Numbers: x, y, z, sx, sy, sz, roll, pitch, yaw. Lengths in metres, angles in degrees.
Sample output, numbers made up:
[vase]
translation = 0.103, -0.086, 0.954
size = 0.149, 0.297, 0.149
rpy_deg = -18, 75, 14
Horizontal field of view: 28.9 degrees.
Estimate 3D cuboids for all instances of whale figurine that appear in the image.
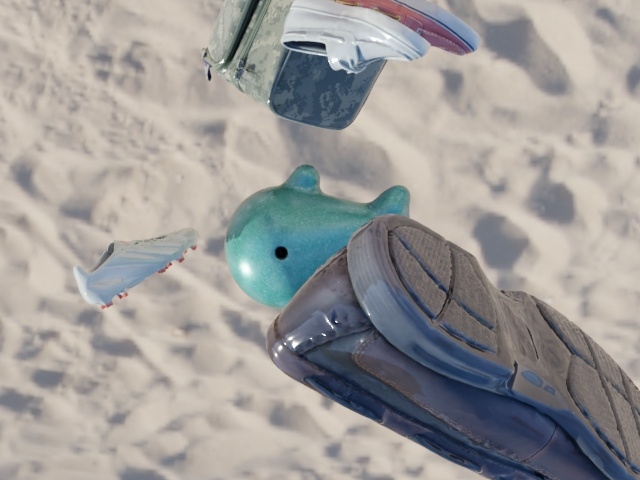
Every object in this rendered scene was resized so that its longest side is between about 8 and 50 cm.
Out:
[whale figurine]
translation = 0.000, 0.000, 1.731
size = 0.272, 0.216, 0.141
rpy_deg = -11, -176, 5

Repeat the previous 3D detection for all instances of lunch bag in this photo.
[lunch bag]
translation = -0.035, -0.342, 1.861
size = 0.213, 0.256, 0.305
rpy_deg = 7, 114, -43

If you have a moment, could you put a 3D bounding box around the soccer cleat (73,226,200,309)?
[soccer cleat]
translation = -0.255, 0.022, 1.747
size = 0.076, 0.196, 0.068
rpy_deg = 60, 151, -6

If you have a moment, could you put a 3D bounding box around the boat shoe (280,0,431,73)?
[boat shoe]
translation = 0.029, -0.197, 1.235
size = 0.184, 0.063, 0.066
rpy_deg = 25, 178, 37

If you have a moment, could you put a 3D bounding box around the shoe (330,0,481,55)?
[shoe]
translation = 0.079, -0.224, 1.340
size = 0.178, 0.081, 0.063
rpy_deg = 28, 175, 6

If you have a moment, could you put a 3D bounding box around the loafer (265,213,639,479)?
[loafer]
translation = 0.095, 0.086, 0.701
size = 0.095, 0.109, 0.302
rpy_deg = -34, 132, 26
